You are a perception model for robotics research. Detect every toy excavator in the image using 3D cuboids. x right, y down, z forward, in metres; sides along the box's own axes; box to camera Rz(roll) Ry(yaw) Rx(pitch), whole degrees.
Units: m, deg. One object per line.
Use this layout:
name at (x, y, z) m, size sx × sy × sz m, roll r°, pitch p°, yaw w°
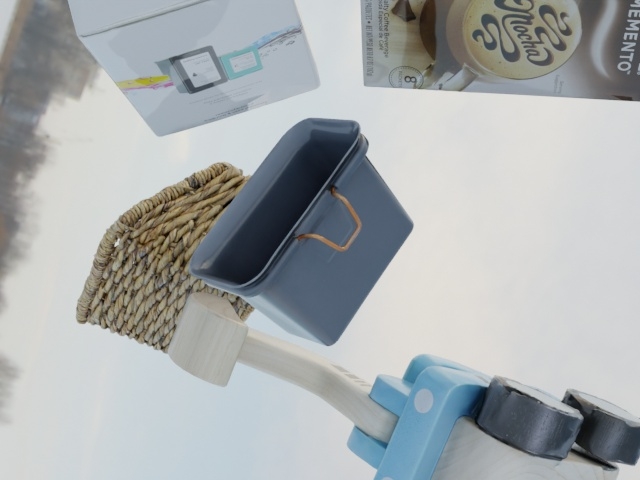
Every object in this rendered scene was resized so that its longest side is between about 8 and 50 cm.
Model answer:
toy excavator at (0.087, 0.213, 1.274) m, size 0.445 × 0.433 × 0.222 m, roll 26°, pitch -84°, yaw 47°

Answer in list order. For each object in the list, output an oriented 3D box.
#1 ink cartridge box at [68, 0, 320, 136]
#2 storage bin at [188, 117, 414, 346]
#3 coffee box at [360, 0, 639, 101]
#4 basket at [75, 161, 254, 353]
ink cartridge box at (-0.131, -0.261, 1.078) m, size 0.270 × 0.197 × 0.198 m, roll 65°, pitch 9°, yaw -75°
storage bin at (0.000, 0.000, 0.701) m, size 0.098 × 0.091 × 0.135 m, roll 12°, pitch -118°, yaw 53°
coffee box at (0.190, -0.233, 0.999) m, size 0.168 × 0.297 × 0.119 m, roll 84°, pitch 13°, yaw -49°
basket at (-0.186, 0.013, 1.490) m, size 0.299 × 0.223 × 0.213 m, roll 124°, pitch -12°, yaw -56°
